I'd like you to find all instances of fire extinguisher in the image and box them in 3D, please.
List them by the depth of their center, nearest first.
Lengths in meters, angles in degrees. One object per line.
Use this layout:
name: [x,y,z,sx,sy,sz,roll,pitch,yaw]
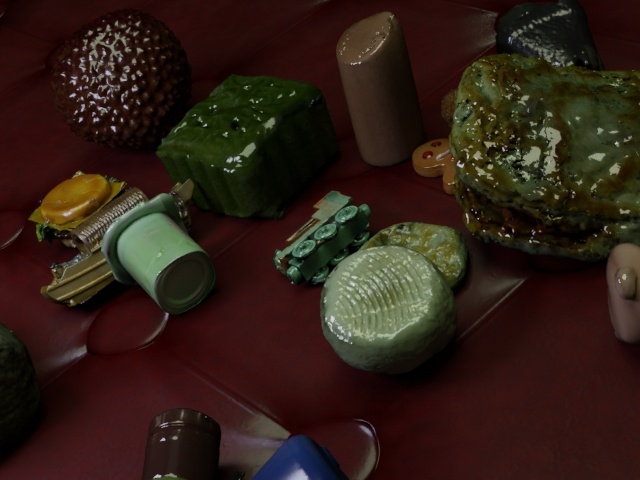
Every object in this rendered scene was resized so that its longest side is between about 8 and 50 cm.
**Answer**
fire extinguisher: [-0.167,0.369,1.434,0.141,0.105,0.341,4,44,-3]

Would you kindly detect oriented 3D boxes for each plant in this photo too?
plant: [0.395,-0.329,2.053,0.164,0.142,0.256,-25,39,-5]

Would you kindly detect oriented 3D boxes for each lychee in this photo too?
lychee: [-0.383,-0.307,2.300,0.275,0.276,0.304,-22,56,-3]

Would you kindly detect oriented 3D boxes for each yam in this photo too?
yam: [-0.550,0.190,1.783,0.195,0.195,0.300,-34,37,-19]

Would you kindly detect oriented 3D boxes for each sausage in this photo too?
sausage: [0.101,-0.254,2.001,0.123,0.253,0.123,-10,40,9]

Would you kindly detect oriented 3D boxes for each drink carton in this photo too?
drink carton: [-0.250,0.035,1.891,0.144,0.146,0.142,-32,45,-16]

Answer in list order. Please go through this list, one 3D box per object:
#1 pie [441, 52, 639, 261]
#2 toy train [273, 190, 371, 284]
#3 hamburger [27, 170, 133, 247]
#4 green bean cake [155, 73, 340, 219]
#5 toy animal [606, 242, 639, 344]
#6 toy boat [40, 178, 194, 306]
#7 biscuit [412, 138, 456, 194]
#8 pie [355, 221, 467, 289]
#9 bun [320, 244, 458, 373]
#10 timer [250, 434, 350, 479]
pie: [0.397,-0.142,1.759,0.418,0.180,0.395,-2,43,3]
toy train: [0.000,0.000,1.872,0.176,0.074,0.118,-41,30,-19]
hamburger: [-0.426,-0.048,2.118,0.189,0.093,0.164,-35,36,-23]
green bean cake: [-0.127,-0.170,2.083,0.247,0.156,0.250,15,48,41]
toy animal: [0.464,0.056,1.494,0.197,0.171,0.171,-15,35,4]
toy boat: [-0.340,-0.005,1.988,0.310,0.115,0.089,-35,9,-18]
biscuit: [0.261,-0.136,1.950,0.250,0.036,0.165,9,44,35]
pie: [0.135,0.036,1.777,0.187,0.041,0.187,-13,36,9]
bun: [0.092,0.102,1.637,0.195,0.118,0.195,-9,51,11]
timer: [-0.077,0.420,1.228,0.383,0.270,0.270,-40,38,-4]
